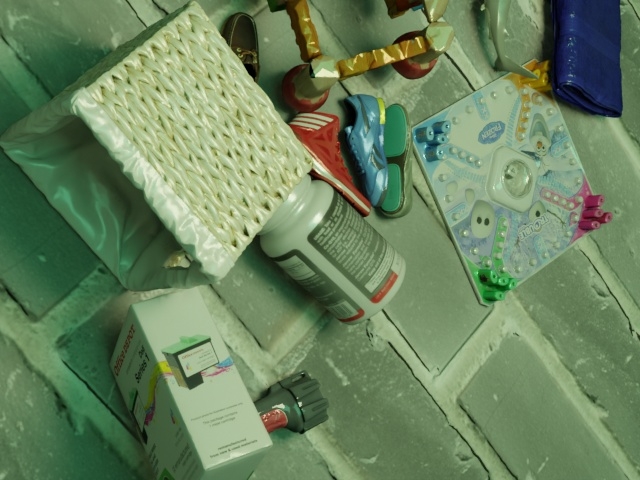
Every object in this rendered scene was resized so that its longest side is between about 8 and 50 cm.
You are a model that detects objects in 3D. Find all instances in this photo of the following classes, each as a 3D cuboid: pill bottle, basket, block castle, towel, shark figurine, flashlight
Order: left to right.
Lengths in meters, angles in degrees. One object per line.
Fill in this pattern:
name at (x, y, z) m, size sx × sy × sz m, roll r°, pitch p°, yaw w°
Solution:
basket at (-0.239, -0.126, 1.561) m, size 0.266 × 0.328 × 0.331 m, roll -46°, pitch 109°, yaw -28°
flashlight at (-0.122, 0.326, 1.736) m, size 0.304 × 0.103 × 0.103 m, roll -20°, pitch 123°, yaw -32°
pill bottle at (0.000, 0.000, 1.795) m, size 0.283 × 0.161 × 0.161 m, roll 44°, pitch 66°, yaw -22°
block castle at (0.025, -0.477, 1.810) m, size 0.303 × 0.213 × 0.453 m, roll -19°, pitch 91°, yaw -14°
shark figurine at (0.376, -0.466, 2.058) m, size 0.166 × 0.116 × 0.278 m, roll 20°, pitch 68°, yaw -60°
towel at (0.554, -0.425, 2.196) m, size 0.227 × 0.076 × 0.308 m, roll 20°, pitch 69°, yaw -44°

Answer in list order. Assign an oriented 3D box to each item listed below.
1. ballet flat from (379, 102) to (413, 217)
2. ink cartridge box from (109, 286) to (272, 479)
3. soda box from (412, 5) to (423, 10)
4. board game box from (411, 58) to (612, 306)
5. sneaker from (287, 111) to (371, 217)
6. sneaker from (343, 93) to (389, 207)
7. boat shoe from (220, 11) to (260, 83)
ballet flat at (0.142, -0.147, 1.957) m, size 0.068 × 0.072 × 0.213 m, roll 10°, pitch 81°, yaw -62°
ink cartridge box at (-0.202, 0.241, 1.567) m, size 0.117 × 0.201 × 0.278 m, roll -14°, pitch 63°, yaw -30°
soda box at (0.234, -0.544, 2.031) m, size 0.071 × 0.067 × 0.210 m, roll 47°, pitch 66°, yaw -20°
board game box at (0.398, -0.125, 2.113) m, size 0.390 × 0.050 × 0.390 m, roll -31°, pitch 103°, yaw -30°
sneaker at (0.029, -0.147, 1.868) m, size 0.221 × 0.087 × 0.128 m, roll 41°, pitch 69°, yaw -24°
sneaker at (0.076, -0.163, 1.911) m, size 0.082 × 0.069 × 0.209 m, roll -1°, pitch 86°, yaw -25°
boat shoe at (-0.134, -0.292, 1.784) m, size 0.073 × 0.073 × 0.207 m, roll 7°, pitch 82°, yaw -30°
